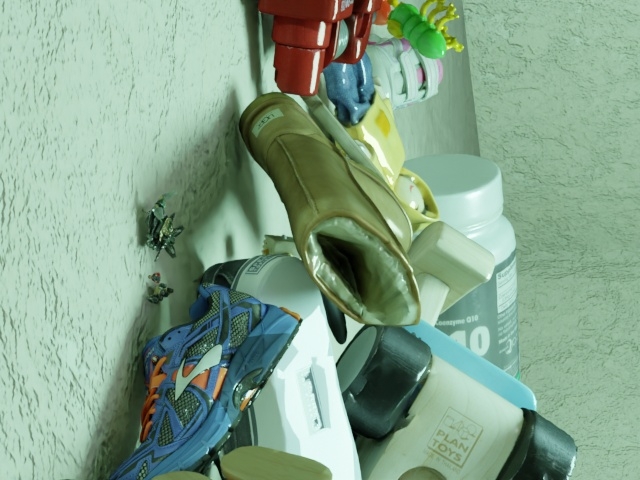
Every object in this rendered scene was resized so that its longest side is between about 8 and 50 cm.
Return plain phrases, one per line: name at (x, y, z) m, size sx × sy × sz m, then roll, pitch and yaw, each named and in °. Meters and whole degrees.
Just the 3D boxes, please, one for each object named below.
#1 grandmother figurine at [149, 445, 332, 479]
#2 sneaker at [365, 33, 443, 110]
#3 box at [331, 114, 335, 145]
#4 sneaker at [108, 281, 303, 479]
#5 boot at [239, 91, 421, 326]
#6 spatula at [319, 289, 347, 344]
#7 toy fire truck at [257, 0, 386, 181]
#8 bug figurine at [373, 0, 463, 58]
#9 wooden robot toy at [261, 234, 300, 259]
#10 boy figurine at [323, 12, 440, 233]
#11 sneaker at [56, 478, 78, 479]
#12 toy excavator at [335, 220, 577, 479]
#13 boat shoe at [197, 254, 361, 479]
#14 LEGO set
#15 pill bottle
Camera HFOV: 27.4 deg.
grandmother figurine at (-0.071, 0.315, 0.859) m, size 0.208 × 0.104 × 0.342 m, roll -9°, pitch 112°, yaw -33°
sneaker at (0.111, -0.235, 1.818) m, size 0.252 × 0.111 × 0.103 m, roll -64°, pitch 151°, yaw -64°
box at (0.046, -0.058, 1.679) m, size 0.186 × 0.038 × 0.145 m, roll 56°, pitch 36°, yaw -67°
sneaker at (-0.097, 0.111, 0.922) m, size 0.221 × 0.087 × 0.083 m, roll -55°, pitch 176°, yaw -49°
boot at (0.030, 0.002, 1.132) m, size 0.236 × 0.089 × 0.269 m, roll 41°, pitch 10°, yaw -30°
spatula at (0.000, 0.000, 1.471) m, size 0.084 × 0.030 × 0.296 m, roll -79°, pitch 163°, yaw -53°
toy fire truck at (0.012, -0.193, 1.318) m, size 0.217 × 0.158 × 0.246 m, roll -51°, pitch 151°, yaw -72°
bug figurine at (0.066, -0.312, 1.511) m, size 0.216 × 0.072 × 0.279 m, roll 46°, pitch -9°, yaw 30°
wooden robot toy at (-0.050, 0.074, 1.208) m, size 0.079 × 0.076 × 0.173 m, roll -147°, pitch -132°, yaw -61°
boy figurine at (0.060, -0.120, 1.524) m, size 0.177 × 0.092 × 0.285 m, roll -68°, pitch 141°, yaw -61°
sneaker at (-0.137, 0.253, 0.692) m, size 0.106 × 0.078 × 0.234 m, roll 70°, pitch 20°, yaw -51°
toy excavator at (0.083, 0.168, 1.358) m, size 0.433 × 0.222 × 0.445 m, roll -59°, pitch -170°, yaw -8°
boat shoe at (-0.045, 0.162, 1.072) m, size 0.108 × 0.102 × 0.301 m, roll -17°, pitch 99°, yaw -47°
LEGO set at (-0.119, 0.003, 0.950) m, size 0.054 × 0.023 × 0.083 m, roll 23°, pitch 80°, yaw -75°
pill bottle at (0.190, 0.067, 1.947) m, size 0.204 × 0.204 × 0.361 m, roll -66°, pitch 152°, yaw -63°
